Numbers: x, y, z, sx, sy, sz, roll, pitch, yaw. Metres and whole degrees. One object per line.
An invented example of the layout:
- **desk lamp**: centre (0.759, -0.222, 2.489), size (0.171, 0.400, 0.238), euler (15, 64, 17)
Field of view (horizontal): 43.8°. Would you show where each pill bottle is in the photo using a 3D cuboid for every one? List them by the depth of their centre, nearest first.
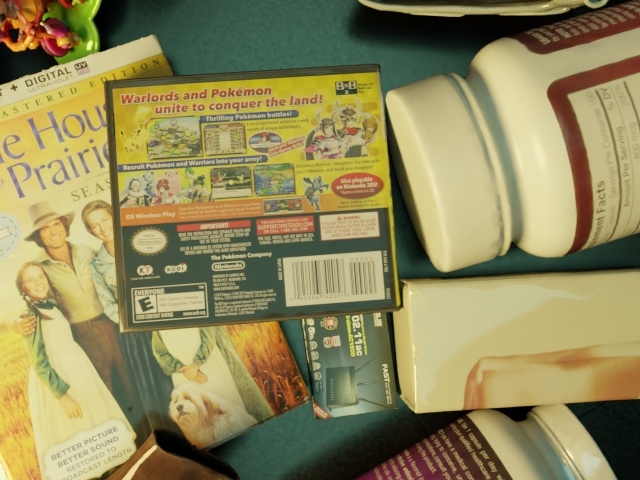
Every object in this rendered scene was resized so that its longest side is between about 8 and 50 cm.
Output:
- **pill bottle**: centre (0.278, -0.112, 0.787), size (0.392, 0.224, 0.224), euler (-16, 90, -2)
- **pill bottle**: centre (0.129, 0.291, 0.797), size (0.323, 0.181, 0.181), euler (-29, 90, -2)

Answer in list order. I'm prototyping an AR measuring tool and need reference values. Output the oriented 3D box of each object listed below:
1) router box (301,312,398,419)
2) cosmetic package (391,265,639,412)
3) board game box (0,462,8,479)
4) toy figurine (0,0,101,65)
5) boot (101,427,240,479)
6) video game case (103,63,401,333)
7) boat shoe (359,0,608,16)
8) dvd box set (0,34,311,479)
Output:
- **router box**: centre (0.031, 0.128, 0.867), size (0.092, 0.038, 0.122), euler (-8, 89, -3)
- **cosmetic package**: centre (0.228, 0.096, 0.819), size (0.296, 0.153, 0.129), euler (-3, 89, -1)
- **board game box**: centre (-0.281, 0.220, 0.859), size (0.124, 0.039, 0.259), euler (27, 86, -3)
- **toy figurine**: centre (-0.310, -0.242, 0.784), size (0.130, 0.159, 0.173), euler (-2, 106, 29)
- **boot**: centre (-0.153, 0.304, 0.779), size (0.207, 0.090, 0.248), euler (-41, 129, 3)
- **video game case**: centre (-0.067, -0.043, 0.790), size (0.275, 0.035, 0.248), euler (-4, 87, -3)
- **boat shoe**: centre (0.191, -0.271, 0.779), size (0.321, 0.103, 0.118), euler (7, 133, 26)
- **dvd box set**: centre (-0.228, 0.035, 0.816), size (0.308, 0.062, 0.420), euler (-22, 91, -15)
